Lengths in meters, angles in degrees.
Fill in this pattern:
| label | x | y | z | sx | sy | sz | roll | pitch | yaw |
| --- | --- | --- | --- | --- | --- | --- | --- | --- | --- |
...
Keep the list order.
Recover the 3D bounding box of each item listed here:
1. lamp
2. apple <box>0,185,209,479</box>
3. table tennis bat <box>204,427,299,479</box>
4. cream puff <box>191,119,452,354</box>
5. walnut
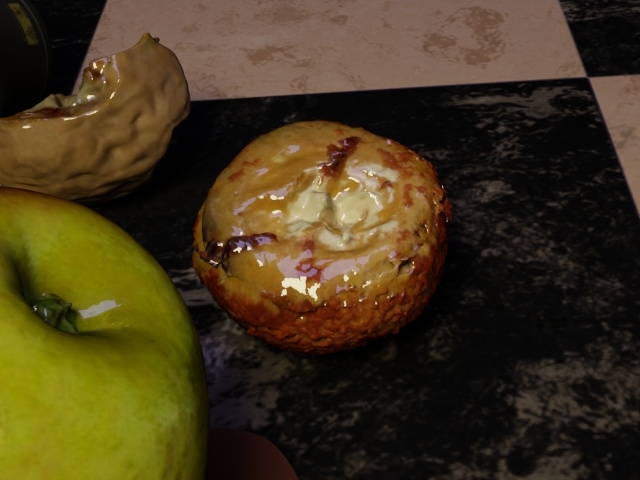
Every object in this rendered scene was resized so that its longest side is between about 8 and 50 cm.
| label | x | y | z | sx | sy | sz | roll | pitch | yaw |
| --- | --- | --- | --- | --- | --- | --- | --- | --- | --- |
| lamp | -0.429 | -0.209 | 0.926 | 0.374 | 0.205 | 0.272 | -29 | 15 | 38 |
| apple | -0.237 | 0.124 | 0.521 | 0.340 | 0.339 | 0.339 | -3 | 45 | 3 |
| table tennis bat | -0.071 | 0.254 | 0.606 | 0.154 | 0.021 | 0.274 | -15 | 44 | -8 |
| cream puff | 0.000 | 0.001 | 0.752 | 0.240 | 0.164 | 0.240 | 1 | 58 | -2 |
| walnut | -0.255 | -0.106 | 0.888 | 0.204 | 0.141 | 0.238 | -28 | 3 | -43 |
